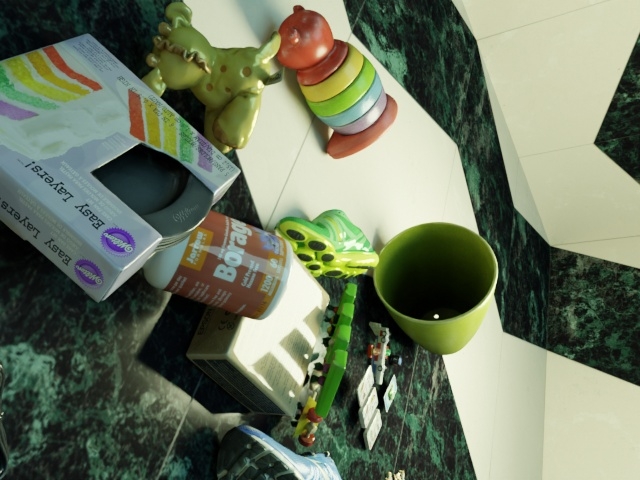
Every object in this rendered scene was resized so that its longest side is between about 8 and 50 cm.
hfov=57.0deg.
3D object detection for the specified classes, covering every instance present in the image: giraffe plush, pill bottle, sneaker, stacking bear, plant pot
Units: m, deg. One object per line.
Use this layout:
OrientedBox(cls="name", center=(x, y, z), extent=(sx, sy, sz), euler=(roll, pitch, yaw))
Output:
OrientedBox(cls="giraffe plush", center=(-0.170, -0.241, 0.861), extent=(0.170, 0.210, 0.181), euler=(17, 70, -25))
OrientedBox(cls="pill bottle", center=(-0.155, 0.020, 0.781), extent=(0.216, 0.121, 0.121), euler=(21, 61, -23))
OrientedBox(cls="sneaker", center=(0.000, 0.000, 1.137), extent=(0.295, 0.109, 0.123), euler=(18, 46, -55))
OrientedBox(cls="stacking bear", center=(0.019, -0.330, 1.181), extent=(0.289, 0.164, 0.175), euler=(45, 47, -39))
OrientedBox(cls="sneaker", center=(-0.045, 0.400, 0.950), extent=(0.330, 0.130, 0.147), euler=(51, 10, -24))
OrientedBox(cls="plant pot", center=(0.288, 0.153, 1.428), extent=(0.293, 0.275, 0.275), euler=(68, 31, -49))

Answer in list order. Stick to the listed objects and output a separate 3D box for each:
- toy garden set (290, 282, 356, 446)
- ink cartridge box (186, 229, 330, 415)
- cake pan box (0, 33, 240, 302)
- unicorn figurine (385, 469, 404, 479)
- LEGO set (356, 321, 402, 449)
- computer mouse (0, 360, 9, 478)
OrientedBox(cls="toy garden set", center=(0.002, 0.216, 1.040), extent=(0.244, 0.049, 0.204), euler=(-74, -178, -63))
OrientedBox(cls="ink cartridge box", center=(-0.090, 0.133, 0.951), extent=(0.193, 0.088, 0.235), euler=(55, 40, -38))
OrientedBox(cls="cake pan box", center=(-0.247, -0.092, 0.652), extent=(0.267, 0.070, 0.246), euler=(43, 39, -3))
OrientedBox(cls="unicorn figurine", center=(0.161, 0.568, 1.279), extent=(0.162, 0.060, 0.111), euler=(7, 76, -57))
OrientedBox(cls="LEGO set", center=(0.121, 0.308, 1.314), extent=(0.244, 0.060, 0.182), euler=(-52, 138, -48))
OrientedBox(cls="computer mouse", center=(-0.359, 0.188, 0.468), extent=(0.262, 0.060, 0.184), euler=(-21, 125, -58))
